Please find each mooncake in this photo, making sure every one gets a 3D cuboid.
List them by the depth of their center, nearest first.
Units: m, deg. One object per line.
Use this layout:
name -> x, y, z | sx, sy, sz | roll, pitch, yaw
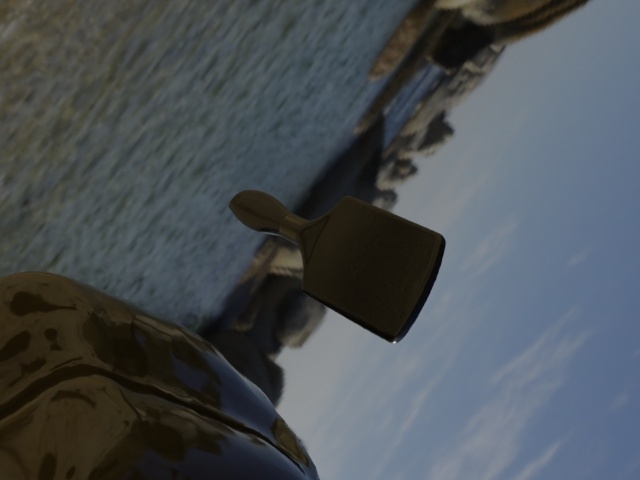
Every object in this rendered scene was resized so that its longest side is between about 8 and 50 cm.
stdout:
mooncake -> -0.198, 0.197, 0.625 | 0.378, 0.378, 0.201 | -53, 135, -7

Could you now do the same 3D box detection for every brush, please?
brush -> 0.000, 0.000, 0.610 | 0.193, 0.016, 0.063 | 27, -89, 49
